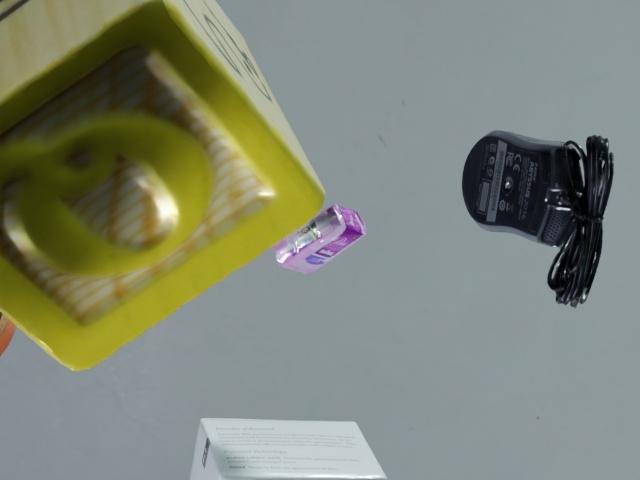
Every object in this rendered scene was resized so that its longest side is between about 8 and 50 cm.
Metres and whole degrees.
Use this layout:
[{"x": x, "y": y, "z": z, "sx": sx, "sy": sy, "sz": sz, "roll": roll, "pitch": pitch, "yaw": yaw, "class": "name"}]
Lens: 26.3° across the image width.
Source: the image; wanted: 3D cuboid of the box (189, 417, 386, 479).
[{"x": -0.044, "y": 0.294, "z": 1.448, "sx": 0.182, "sy": 0.119, "sz": 0.181, "roll": 4, "pitch": 111, "yaw": -17, "class": "box"}]

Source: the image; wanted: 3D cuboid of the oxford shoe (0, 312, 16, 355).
[{"x": -0.347, "y": 0.124, "z": 1.063, "sx": 0.097, "sy": 0.098, "sz": 0.271, "roll": 24, "pitch": 67, "yaw": 17, "class": "oxford shoe"}]

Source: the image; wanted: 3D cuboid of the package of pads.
[{"x": 0.000, "y": 0.000, "z": 1.350, "sx": 0.083, "sy": 0.050, "sz": 0.032, "roll": -35, "pitch": 64, "yaw": 24, "class": "package of pads"}]

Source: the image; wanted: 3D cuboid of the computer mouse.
[{"x": 0.253, "y": -0.047, "z": 1.549, "sx": 0.072, "sy": 0.272, "sz": 0.188, "roll": 3, "pitch": 104, "yaw": -25, "class": "computer mouse"}]

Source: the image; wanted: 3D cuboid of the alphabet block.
[{"x": -0.142, "y": -0.078, "z": 0.818, "sx": 0.193, "sy": 0.192, "sz": 0.197, "roll": -35, "pitch": 43, "yaw": 8, "class": "alphabet block"}]
